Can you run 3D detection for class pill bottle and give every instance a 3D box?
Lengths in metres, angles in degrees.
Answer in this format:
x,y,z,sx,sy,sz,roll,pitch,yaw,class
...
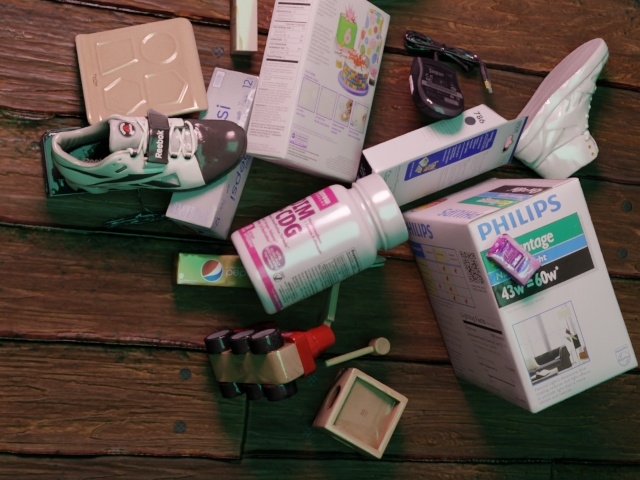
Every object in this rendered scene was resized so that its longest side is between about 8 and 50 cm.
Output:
x,y,z,sx,sy,sz,roll,pitch,yaw,class
0.000,0.000,1.831,0.283,0.160,0.160,-26,100,-5,pill bottle

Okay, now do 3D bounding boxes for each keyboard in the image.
x,y,z,sx,sy,sz,roll,pitch,yaw,class
-0.332,-0.113,1.875,0.317,0.033,0.202,-6,88,-17,keyboard

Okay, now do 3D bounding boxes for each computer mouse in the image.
x,y,z,sx,sy,sz,roll,pitch,yaw,class
0.246,-0.290,1.981,0.184,0.262,0.060,14,130,-19,computer mouse

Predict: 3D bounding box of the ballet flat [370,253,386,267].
x,y,z,sx,sy,sz,roll,pitch,yaw,class
0.023,0.033,1.978,0.213,0.072,0.068,-11,92,-17,ballet flat

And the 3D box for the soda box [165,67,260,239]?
x,y,z,sx,sy,sz,roll,pitch,yaw,class
-0.177,-0.152,1.847,0.091,0.098,0.286,14,81,15,soda box

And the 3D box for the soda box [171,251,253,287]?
x,y,z,sx,sy,sz,roll,pitch,yaw,class
-0.179,0.055,1.916,0.181,0.061,0.058,3,91,-18,soda box

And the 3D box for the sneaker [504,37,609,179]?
x,y,z,sx,sy,sz,roll,pitch,yaw,class
0.516,-0.253,2.114,0.169,0.108,0.292,39,90,-17,sneaker

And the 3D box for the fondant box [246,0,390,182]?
x,y,z,sx,sy,sz,roll,pitch,yaw,class
-0.001,-0.287,1.880,0.238,0.096,0.330,14,89,-56,fondant box

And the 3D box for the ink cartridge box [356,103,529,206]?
x,y,z,sx,sy,sz,roll,pitch,yaw,class
0.227,-0.159,1.987,0.332,0.165,0.065,-20,63,-16,ink cartridge box

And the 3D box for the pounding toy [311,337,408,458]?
x,y,z,sx,sy,sz,roll,pitch,yaw,class
0.068,0.282,1.998,0.181,0.094,0.206,31,74,-12,pounding toy

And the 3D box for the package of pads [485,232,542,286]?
x,y,z,sx,sy,sz,roll,pitch,yaw,class
0.320,0.032,1.724,0.083,0.032,0.050,40,83,-12,package of pads

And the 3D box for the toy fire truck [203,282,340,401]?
x,y,z,sx,sy,sz,roll,pitch,yaw,class
-0.063,0.170,1.898,0.246,0.217,0.158,-23,100,-38,toy fire truck

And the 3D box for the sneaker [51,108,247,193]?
x,y,z,sx,sy,sz,roll,pitch,yaw,class
-0.289,-0.152,1.740,0.330,0.146,0.122,-9,72,3,sneaker

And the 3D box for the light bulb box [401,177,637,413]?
x,y,z,sx,sy,sz,roll,pitch,yaw,class
0.354,0.084,1.936,0.225,0.358,0.361,-22,99,-13,light bulb box

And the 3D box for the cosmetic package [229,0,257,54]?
x,y,z,sx,sy,sz,roll,pitch,yaw,class
-0.141,-0.401,1.909,0.041,0.060,0.115,-1,91,-17,cosmetic package

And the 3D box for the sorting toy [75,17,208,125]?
x,y,z,sx,sy,sz,roll,pitch,yaw,class
-0.314,-0.291,1.828,0.208,0.038,0.193,-10,69,-9,sorting toy
